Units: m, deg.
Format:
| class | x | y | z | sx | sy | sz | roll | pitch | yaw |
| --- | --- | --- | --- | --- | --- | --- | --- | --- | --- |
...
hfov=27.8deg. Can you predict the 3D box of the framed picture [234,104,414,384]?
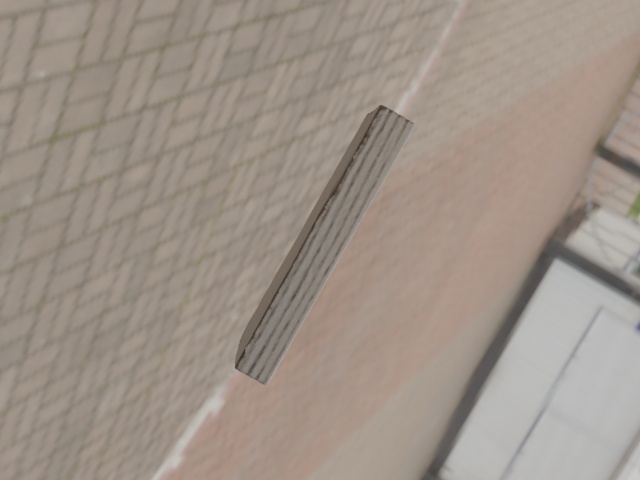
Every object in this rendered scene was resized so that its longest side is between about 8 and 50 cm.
| class | x | y | z | sx | sy | sz | roll | pitch | yaw |
| --- | --- | --- | --- | --- | --- | --- | --- | --- | --- |
| framed picture | 0.000 | 0.000 | 0.779 | 0.168 | 0.023 | 0.128 | -60 | -177 | 1 |
